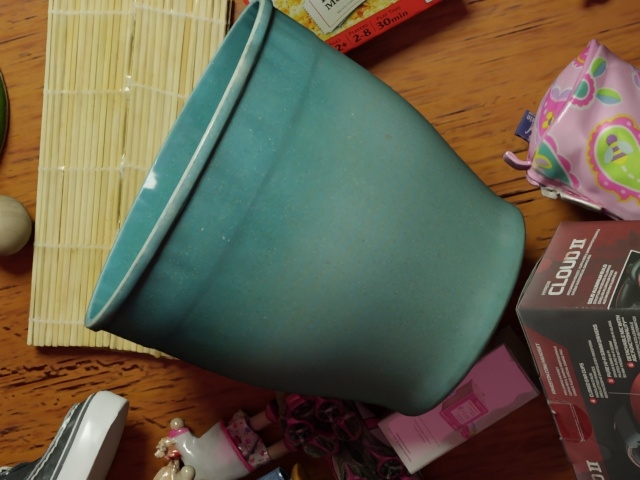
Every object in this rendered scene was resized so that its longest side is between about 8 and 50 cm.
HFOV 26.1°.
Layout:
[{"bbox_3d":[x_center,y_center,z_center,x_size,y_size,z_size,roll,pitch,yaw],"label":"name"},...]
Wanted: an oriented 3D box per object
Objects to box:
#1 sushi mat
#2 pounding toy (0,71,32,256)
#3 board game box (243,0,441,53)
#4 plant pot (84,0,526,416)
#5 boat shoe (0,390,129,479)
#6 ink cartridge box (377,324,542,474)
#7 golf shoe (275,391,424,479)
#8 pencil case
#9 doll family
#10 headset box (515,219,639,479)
[{"bbox_3d":[-0.162,-0.056,1.155,0.152,0.019,0.316,7,100,7],"label":"sushi mat"},{"bbox_3d":[-0.355,-0.080,1.135,0.183,0.110,0.236,-16,96,11],"label":"pounding toy"},{"bbox_3d":[-0.004,-0.233,1.039,0.147,0.045,0.193,-28,129,12],"label":"board game box"},{"bbox_3d":[0.000,0.000,1.025,0.255,0.271,0.271,28,102,-12],"label":"plant pot"},{"bbox_3d":[-0.266,0.242,1.179,0.102,0.108,0.301,31,109,2],"label":"boat shoe"},{"bbox_3d":[0.114,0.125,1.105,0.122,0.088,0.052,-33,91,12],"label":"ink cartridge box"},{"bbox_3d":[0.031,0.166,1.135,0.067,0.086,0.186,-32,116,10],"label":"golf shoe"},{"bbox_3d":[0.284,-0.033,1.036,0.284,0.124,0.124,31,102,2],"label":"pencil case"},{"bbox_3d":[-0.059,0.268,1.138,0.163,0.118,0.263,-31,93,12],"label":"doll family"},{"bbox_3d":[0.288,0.098,0.985,0.293,0.110,0.218,-2,126,33],"label":"headset box"}]
